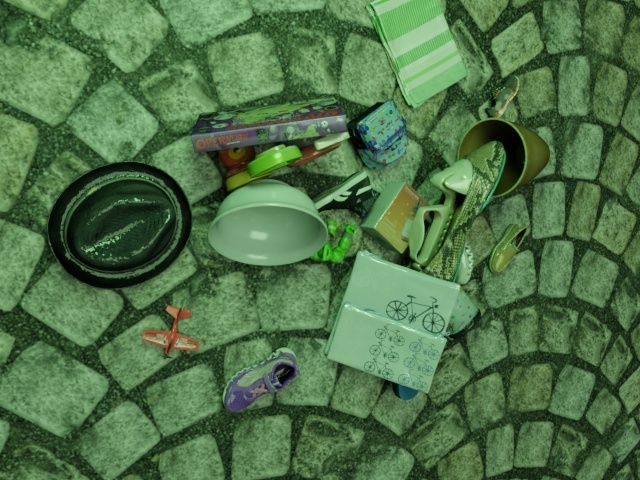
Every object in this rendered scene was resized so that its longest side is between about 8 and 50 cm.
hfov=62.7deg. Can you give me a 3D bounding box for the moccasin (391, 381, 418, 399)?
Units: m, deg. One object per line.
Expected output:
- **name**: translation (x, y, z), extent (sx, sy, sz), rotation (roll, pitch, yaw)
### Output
- **moccasin**: translation (0.263, 0.307, 1.611), extent (0.137, 0.117, 0.342), rotation (8, 89, -36)

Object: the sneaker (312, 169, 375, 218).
- **sneaker**: translation (0.070, -0.099, 1.489), extent (0.217, 0.079, 0.121), rotation (-34, 107, -19)

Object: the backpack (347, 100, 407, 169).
- **backpack**: translation (0.176, -0.291, 1.497), extent (0.158, 0.117, 0.173), rotation (-37, 112, -16)

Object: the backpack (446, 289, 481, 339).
- **backpack**: translation (0.417, 0.209, 1.666), extent (0.152, 0.115, 0.182), rotation (-45, 109, -11)

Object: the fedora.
- **fedora**: translation (-0.452, -0.030, 1.219), extent (0.334, 0.152, 0.334), rotation (-3, 98, -24)

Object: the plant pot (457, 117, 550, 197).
- **plant pot**: translation (0.604, -0.266, 1.656), extent (0.254, 0.237, 0.237), rotation (-11, 101, -39)

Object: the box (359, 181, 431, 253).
- **box**: translation (0.224, -0.070, 1.557), extent (0.130, 0.091, 0.170), rotation (39, 80, -23)

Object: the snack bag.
- **snack bag**: translation (0.209, 0.232, 1.500), extent (0.323, 0.037, 0.343), rotation (19, 100, 7)

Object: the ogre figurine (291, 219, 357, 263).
- **ogre figurine**: translation (0.000, 0.000, 1.462), extent (0.197, 0.097, 0.118), rotation (12, 79, -36)

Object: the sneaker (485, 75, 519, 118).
- **sneaker**: translation (0.583, -0.472, 1.694), extent (0.065, 0.061, 0.158), rotation (30, 83, -18)

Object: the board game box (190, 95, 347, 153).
- **board game box**: translation (-0.122, -0.281, 1.251), extent (0.346, 0.208, 0.056), rotation (-8, 122, -4)

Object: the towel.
- **towel**: translation (0.295, -0.590, 1.559), extent (0.248, 0.038, 0.325), rotation (-34, 109, -18)

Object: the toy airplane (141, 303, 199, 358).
- **toy airplane**: translation (-0.380, 0.232, 1.350), extent (0.151, 0.028, 0.151), rotation (-3, 98, -26)

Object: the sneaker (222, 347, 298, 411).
- **sneaker**: translation (-0.155, 0.386, 1.430), extent (0.236, 0.104, 0.095), rotation (-32, 109, -17)

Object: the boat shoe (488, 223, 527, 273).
- **boat shoe**: translation (0.634, 0.027, 1.766), extent (0.068, 0.072, 0.190), rotation (30, 83, -25)

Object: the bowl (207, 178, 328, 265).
- **bowl**: translation (-0.132, -0.061, 1.326), extent (0.297, 0.298, 0.134), rotation (11, 57, -25)

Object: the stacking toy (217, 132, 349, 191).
- **stacking toy**: translation (-0.099, -0.246, 1.297), extent (0.309, 0.279, 0.130), rotation (-25, 95, -19)

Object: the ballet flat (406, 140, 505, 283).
- **ballet flat**: translation (0.366, -0.079, 1.501), extent (0.182, 0.164, 0.483), rotation (19, 98, -21)

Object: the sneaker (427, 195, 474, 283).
- **sneaker**: translation (0.400, -0.001, 1.648), extent (0.118, 0.110, 0.292), rotation (-13, 95, -13)
